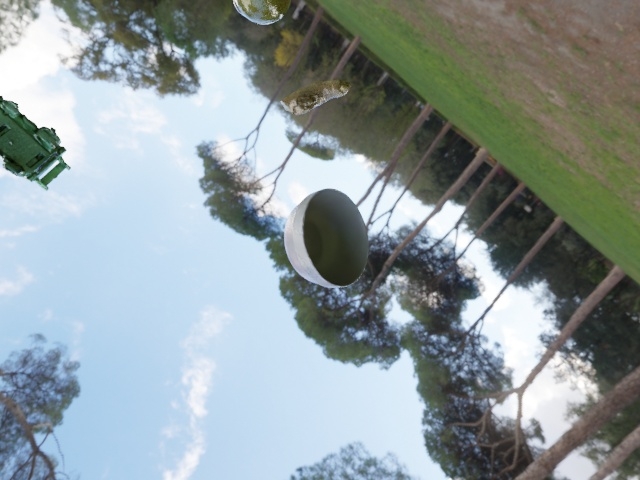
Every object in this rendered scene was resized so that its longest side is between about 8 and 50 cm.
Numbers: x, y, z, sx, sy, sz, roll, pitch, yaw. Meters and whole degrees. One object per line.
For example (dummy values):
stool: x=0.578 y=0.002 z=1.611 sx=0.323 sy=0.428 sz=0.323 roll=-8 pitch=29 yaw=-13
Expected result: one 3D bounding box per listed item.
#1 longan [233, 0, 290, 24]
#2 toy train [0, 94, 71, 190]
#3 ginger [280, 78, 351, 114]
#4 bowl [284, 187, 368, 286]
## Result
longan: x=-0.143 y=-0.645 z=1.128 sx=0.145 sy=0.176 sz=0.154 roll=56 pitch=-176 yaw=32
toy train: x=-0.494 y=-0.158 z=0.725 sx=0.149 sy=0.099 sz=0.081 roll=43 pitch=156 yaw=-21
ginger: x=-0.017 y=-0.456 z=1.377 sx=0.074 sy=0.213 sz=0.137 roll=62 pitch=180 yaw=-38
bowl: x=0.000 y=0.000 z=1.287 sx=0.287 sy=0.144 sz=0.286 roll=15 pitch=-110 yaw=-47
